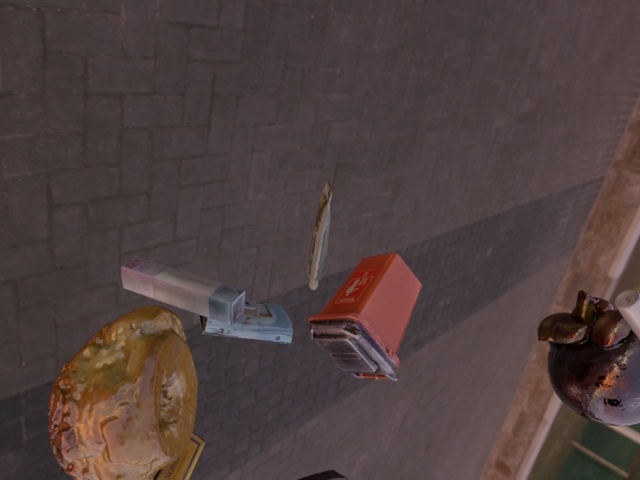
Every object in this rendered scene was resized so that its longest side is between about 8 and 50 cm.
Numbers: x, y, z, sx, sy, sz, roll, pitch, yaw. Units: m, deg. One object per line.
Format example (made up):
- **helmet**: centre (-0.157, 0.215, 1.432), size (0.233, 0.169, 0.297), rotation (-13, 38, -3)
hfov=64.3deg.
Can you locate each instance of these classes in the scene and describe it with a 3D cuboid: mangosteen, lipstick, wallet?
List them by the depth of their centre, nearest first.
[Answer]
- **lipstick**: centre (-0.339, 0.121, 1.251), size (0.066, 0.317, 0.068), rotation (-48, 149, -57)
- **mangosteen**: centre (0.723, 0.292, 1.299), size (0.306, 0.347, 0.307), rotation (-33, 179, -1)
- **wallet**: centre (-0.214, 0.228, 1.450), size (0.250, 0.176, 0.075), rotation (11, 104, -19)

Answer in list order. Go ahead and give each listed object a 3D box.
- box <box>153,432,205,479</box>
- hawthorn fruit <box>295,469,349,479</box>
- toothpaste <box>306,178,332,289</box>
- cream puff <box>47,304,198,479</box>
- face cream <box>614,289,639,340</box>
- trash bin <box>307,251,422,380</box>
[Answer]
- **box**: centre (-0.390, 0.572, 1.140), size (0.301, 0.084, 0.193), rotation (-48, -169, 33)
- **hawthorn fruit**: centre (-0.010, 0.356, 0.467), size (0.215, 0.250, 0.215), rotation (-37, 169, -8)
- **toothpaste**: centre (0.000, 0.000, 1.006), size (0.037, 0.067, 0.256), rotation (4, 129, -8)
- **cream puff**: centre (-0.388, 0.304, 1.001), size (0.327, 0.231, 0.343), rotation (40, 46, -80)
- **face cream**: centre (0.574, 0.161, 0.873), size (0.051, 0.182, 0.072), rotation (-37, -164, 31)
- **trash bin**: centre (0.112, 0.158, 1.069), size (0.184, 0.161, 0.239), rotation (52, 53, -21)
